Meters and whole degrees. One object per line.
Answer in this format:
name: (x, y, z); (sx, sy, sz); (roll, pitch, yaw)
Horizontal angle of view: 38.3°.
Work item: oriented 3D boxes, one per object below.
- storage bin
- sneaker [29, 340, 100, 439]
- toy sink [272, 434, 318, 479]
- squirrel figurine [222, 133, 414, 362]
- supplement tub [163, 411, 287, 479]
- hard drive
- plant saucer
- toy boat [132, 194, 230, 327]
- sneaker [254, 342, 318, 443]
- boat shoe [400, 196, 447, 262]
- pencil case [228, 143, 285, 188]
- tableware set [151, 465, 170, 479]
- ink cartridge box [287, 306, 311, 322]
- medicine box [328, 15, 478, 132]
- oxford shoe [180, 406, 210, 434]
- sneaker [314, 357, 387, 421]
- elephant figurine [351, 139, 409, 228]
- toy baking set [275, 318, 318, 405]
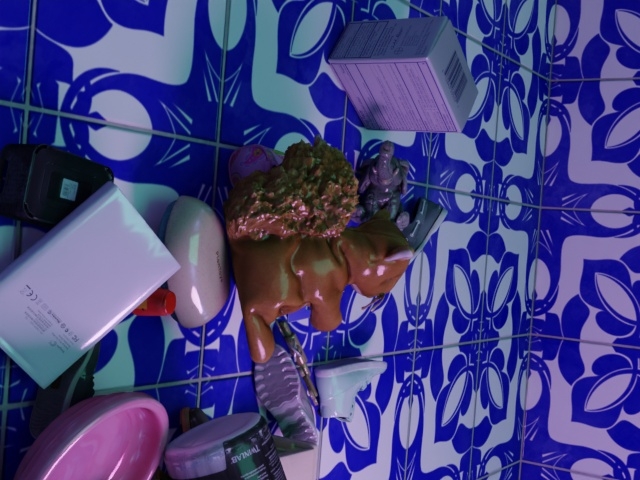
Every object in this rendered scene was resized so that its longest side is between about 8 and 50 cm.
storage bin: (-0.444, -0.084, 1.543); (0.180, 0.084, 0.122); (20, 77, -57)
sneaker: (-0.431, 0.254, 1.626); (0.118, 0.083, 0.222); (53, 52, -61)
toy sink: (-0.099, 0.518, 2.088); (0.234, 0.152, 0.131); (6, 88, -56)
squirrel figurine: (0.000, 0.000, 1.880); (0.281, 0.370, 0.397); (-112, -167, -63)
supplement tub: (-0.150, 0.515, 1.743); (0.207, 0.207, 0.338); (-24, 98, -54)
hard drive: (-0.405, 0.075, 1.531); (0.307, 0.040, 0.203); (-43, 126, -14)
plant saucer: (-0.404, 0.394, 1.581); (0.332, 0.084, 0.332); (-42, 149, -32)
toy boat: (-0.290, 0.059, 1.759); (0.318, 0.148, 0.268); (-45, 135, -61)
sneaker: (-0.086, 0.358, 2.169); (0.115, 0.105, 0.281); (-99, 173, -69)
boat shoe: (0.249, -0.005, 2.642); (0.099, 0.116, 0.319); (40, 57, 0)
pencil case: (-0.083, -0.137, 2.062); (0.284, 0.124, 0.124); (12, 84, -58)
tableware set: (-0.347, 0.518, 1.818); (0.104, 0.024, 0.154); (59, 43, -39)
ink cartridge box: (-0.007, 0.091, 2.276); (0.206, 0.045, 0.208); (-8, 102, -57)
medicine box: (0.211, -0.413, 2.323); (0.263, 0.289, 0.149); (56, 51, -44)
oxford shoe: (-0.166, 0.486, 1.905); (0.364, 0.132, 0.130); (61, 2, -7)
sneaker: (0.080, 0.389, 2.397); (0.255, 0.094, 0.151); (-4, 92, -47)
elephant figurine: (0.170, -0.155, 2.400); (0.169, 0.186, 0.240); (-4, 107, -35)
toy baking set: (-0.050, 0.267, 2.133); (0.197, 0.030, 0.256); (-128, -167, -73)
